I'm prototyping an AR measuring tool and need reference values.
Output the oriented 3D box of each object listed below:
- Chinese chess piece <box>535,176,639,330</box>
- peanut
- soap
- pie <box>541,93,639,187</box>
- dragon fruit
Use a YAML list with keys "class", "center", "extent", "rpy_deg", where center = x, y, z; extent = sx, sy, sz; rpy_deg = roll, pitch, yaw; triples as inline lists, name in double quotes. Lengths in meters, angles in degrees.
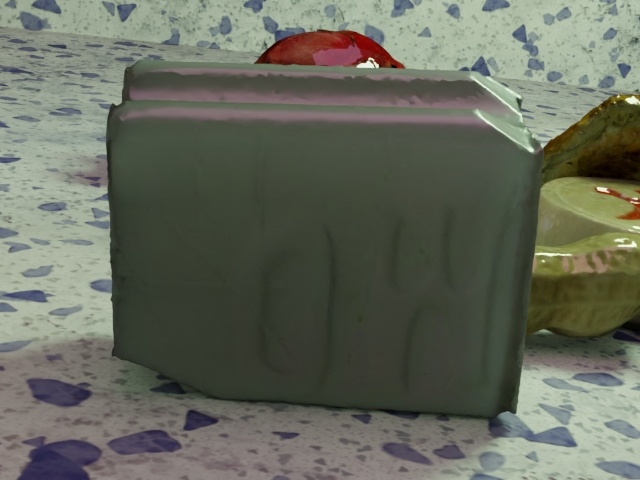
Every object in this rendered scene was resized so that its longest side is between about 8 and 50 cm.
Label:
- class: "Chinese chess piece"
  center: [0.454, 0.014, 1.719]
  extent: [0.338, 0.140, 0.338]
  rpy_deg: [6, 17, -2]
- class: "peanut"
  center: [0.287, 0.061, 1.502]
  extent: [0.290, 0.130, 0.130]
  rpy_deg: [-6, 18, -7]
- class: "soap"
  center: [0.000, 0.000, 1.277]
  extent: [0.435, 0.350, 0.213]
  rpy_deg: [4, 25, -4]
- class: "pie"
  center: [0.459, -0.095, 1.911]
  extent: [0.308, 0.308, 0.085]
  rpy_deg: [4, 52, -9]
- class: "dragon fruit"
  center: [0.005, -0.215, 2.076]
  extent: [0.302, 0.295, 0.295]
  rpy_deg: [-4, 13, 16]
